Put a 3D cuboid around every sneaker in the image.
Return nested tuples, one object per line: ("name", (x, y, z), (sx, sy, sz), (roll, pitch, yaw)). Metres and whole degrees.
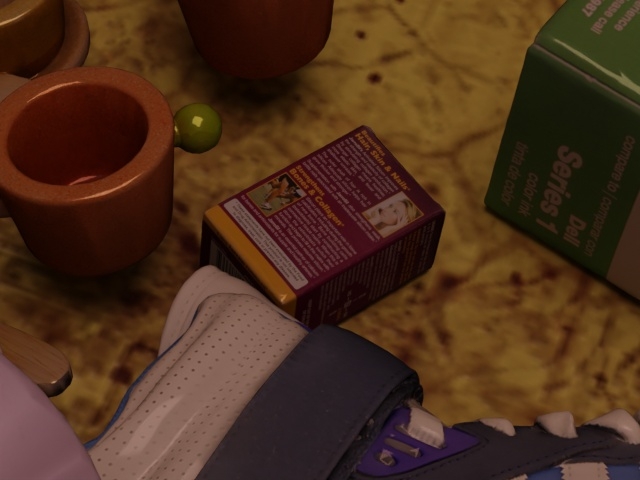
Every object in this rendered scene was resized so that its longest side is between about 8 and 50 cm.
("sneaker", (0.054, 0.076, 0.634), (0.322, 0.130, 0.236), (-27, 67, -18))

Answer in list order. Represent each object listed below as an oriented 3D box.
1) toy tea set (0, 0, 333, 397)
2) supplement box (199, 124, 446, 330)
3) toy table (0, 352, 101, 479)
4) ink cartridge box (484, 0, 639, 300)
("toy tea set", (-0.132, -0.066, 0.693), (0.200, 0.124, 0.336), (22, 53, 24))
("supplement box", (0.000, 0.000, 0.734), (0.083, 0.043, 0.055), (-29, 62, -24))
("toy table", (-0.150, 0.167, 0.472), (0.252, 0.161, 0.274), (26, 62, -11))
("ink cartridge box", (0.241, -0.035, 0.747), (0.278, 0.117, 0.201), (33, 57, 15))
